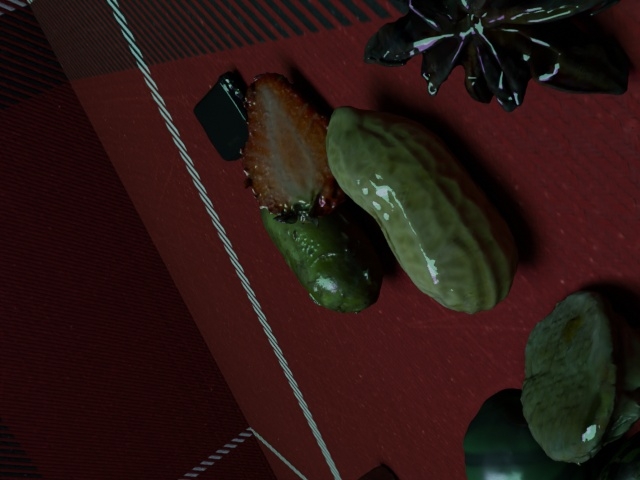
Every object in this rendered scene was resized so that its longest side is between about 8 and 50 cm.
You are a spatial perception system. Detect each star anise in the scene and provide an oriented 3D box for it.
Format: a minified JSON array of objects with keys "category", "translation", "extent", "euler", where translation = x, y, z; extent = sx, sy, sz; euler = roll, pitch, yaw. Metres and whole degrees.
[{"category":"star anise","translation":[0.154,-0.209,0.595],"extent":[0.282,0.129,0.212],"euler":[2,128,53]}]

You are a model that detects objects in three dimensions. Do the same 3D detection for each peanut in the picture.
[{"category":"peanut","translation":[0.121,-0.051,0.833],"extent":[0.325,0.140,0.153],"euler":[51,173,20]}]

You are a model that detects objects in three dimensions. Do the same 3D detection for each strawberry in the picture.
[{"category":"strawberry","translation":[-0.034,-0.137,1.051],"extent":[0.107,0.175,0.236],"euler":[37,-122,-80]}]

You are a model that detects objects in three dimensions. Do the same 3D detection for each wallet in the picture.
[{"category":"wallet","translation":[-0.182,-0.238,1.316],"extent":[0.149,0.044,0.250],"euler":[58,157,-11]}]

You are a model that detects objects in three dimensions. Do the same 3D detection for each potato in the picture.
[{"category":"potato","translation":[0.000,0.000,1.140],"extent":[0.298,0.141,0.176],"euler":[55,155,28]}]

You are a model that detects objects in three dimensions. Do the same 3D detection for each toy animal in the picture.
[{"category":"toy animal","translation":[0.325,0.345,0.861],"extent":[0.191,0.216,0.338],"euler":[-24,100,39]}]

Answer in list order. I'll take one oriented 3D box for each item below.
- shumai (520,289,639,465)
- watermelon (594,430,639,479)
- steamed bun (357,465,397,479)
[{"category":"shumai","translation":[0.315,0.153,0.734],"extent":[0.120,0.201,0.201],"euler":[15,155,-6]},{"category":"watermelon","translation":[0.378,0.303,0.626],"extent":[0.269,0.269,0.269],"euler":[44,153,29]},{"category":"steamed bun","translation":[0.146,0.680,1.691],"extent":[0.106,0.144,0.175],"euler":[-5,110,66]}]
